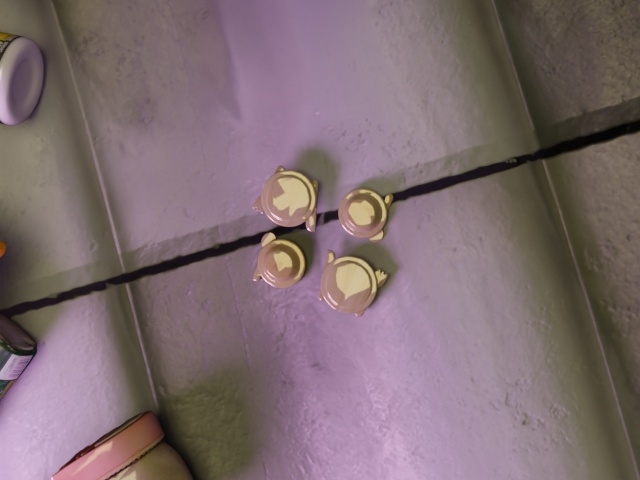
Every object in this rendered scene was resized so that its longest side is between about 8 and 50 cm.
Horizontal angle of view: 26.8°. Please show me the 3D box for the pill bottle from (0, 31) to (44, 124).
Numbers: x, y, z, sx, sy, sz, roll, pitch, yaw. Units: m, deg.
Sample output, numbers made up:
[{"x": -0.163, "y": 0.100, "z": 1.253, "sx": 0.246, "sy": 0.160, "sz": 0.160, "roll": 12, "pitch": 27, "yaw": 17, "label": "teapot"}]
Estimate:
[{"x": -0.421, "y": -0.198, "z": 1.545, "sx": 0.184, "sy": 0.103, "sz": 0.103, "roll": 13, "pitch": 95, "yaw": 12, "label": "pill bottle"}]

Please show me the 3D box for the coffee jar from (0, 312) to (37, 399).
[{"x": -0.416, "y": 0.174, "z": 1.566, "sx": 0.096, "sy": 0.079, "sz": 0.184, "roll": 37, "pitch": 100, "yaw": 16, "label": "coffee jar"}]

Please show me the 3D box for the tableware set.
[{"x": 0.000, "y": 0.000, "z": 1.495, "sx": 0.168, "sy": 0.020, "sz": 0.141, "roll": 16, "pitch": 97, "yaw": 11, "label": "tableware set"}]

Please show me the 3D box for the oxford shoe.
[{"x": -0.312, "y": 0.359, "z": 1.522, "sx": 0.397, "sy": 0.140, "sz": 0.146, "roll": -36, "pitch": 91, "yaw": 14, "label": "oxford shoe"}]

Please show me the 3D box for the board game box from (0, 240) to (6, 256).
[{"x": -0.582, "y": 0.093, "z": 1.577, "sx": 0.390, "sy": 0.050, "sz": 0.390, "roll": 29, "pitch": 98, "yaw": 25, "label": "board game box"}]
